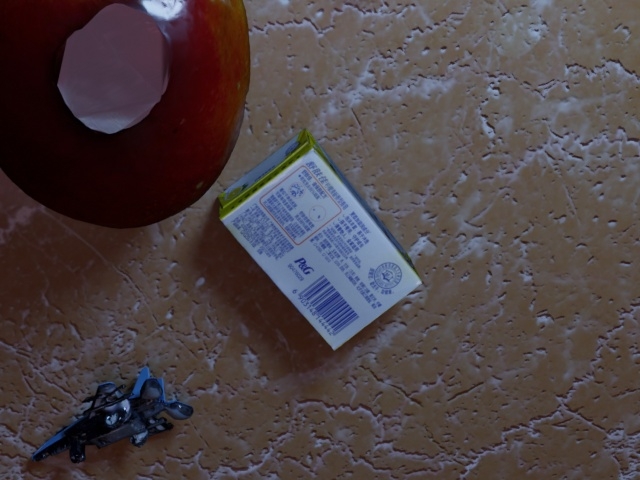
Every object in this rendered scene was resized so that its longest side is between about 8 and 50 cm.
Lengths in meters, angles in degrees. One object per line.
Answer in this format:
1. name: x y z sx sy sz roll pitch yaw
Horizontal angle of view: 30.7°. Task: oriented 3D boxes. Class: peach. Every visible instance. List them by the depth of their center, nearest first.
1. peach: -0.249 -0.208 1.398 0.335 0.310 0.406 6 108 -15

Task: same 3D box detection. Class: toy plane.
1. toy plane: -0.315 0.272 1.685 0.246 0.078 0.169 -32 140 6

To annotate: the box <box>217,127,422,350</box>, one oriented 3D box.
1. box: 0.000 0.000 1.624 0.168 0.097 0.265 -39 112 6
